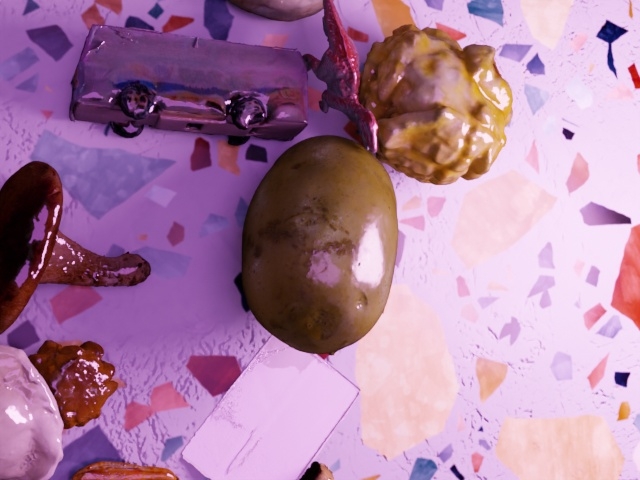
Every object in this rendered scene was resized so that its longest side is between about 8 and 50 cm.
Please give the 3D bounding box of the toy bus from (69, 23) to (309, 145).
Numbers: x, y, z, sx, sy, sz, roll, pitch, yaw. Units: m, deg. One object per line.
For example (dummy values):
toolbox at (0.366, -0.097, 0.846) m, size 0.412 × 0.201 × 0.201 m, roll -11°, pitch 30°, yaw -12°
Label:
toy bus at (-0.176, -0.209, 1.188) m, size 0.316 × 0.112 × 0.138 m, roll 4°, pitch 79°, yaw -21°

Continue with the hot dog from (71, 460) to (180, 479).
hot dog at (-0.255, 0.321, 1.143) m, size 0.144 × 0.038 × 0.062 m, roll 5°, pitch 80°, yaw -22°

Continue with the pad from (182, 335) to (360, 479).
pad at (-0.066, 0.255, 1.220) m, size 0.156 × 0.004 × 0.232 m, roll 38°, pitch 73°, yaw -1°

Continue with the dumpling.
dumpling at (-0.415, 0.246, 1.041) m, size 0.252 × 0.131 × 0.179 m, roll -39°, pitch 105°, yaw 5°

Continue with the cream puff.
cream puff at (-0.324, 0.181, 1.106) m, size 0.122 × 0.094 × 0.116 m, roll 23°, pitch 69°, yaw -43°

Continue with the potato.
potato at (0.003, 0.000, 1.176) m, size 0.215 × 0.216 × 0.304 m, roll 25°, pitch 66°, yaw -16°

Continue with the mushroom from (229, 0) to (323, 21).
mushroom at (-0.078, -0.436, 1.213) m, size 0.189 × 0.164 × 0.267 m, roll -37°, pitch 98°, yaw -20°

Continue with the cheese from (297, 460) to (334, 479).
cheese at (-0.043, 0.378, 1.199) m, size 0.036 × 0.086 × 0.162 m, roll 42°, pitch 87°, yaw -5°

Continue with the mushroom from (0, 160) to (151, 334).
mushroom at (-0.321, 0.035, 1.113) m, size 0.217 × 0.148 × 0.227 m, roll 25°, pitch 82°, yaw -32°

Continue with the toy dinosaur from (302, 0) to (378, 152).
toy dinosaur at (0.025, -0.253, 1.181) m, size 0.053 × 0.167 × 0.242 m, roll -16°, pitch 118°, yaw -21°

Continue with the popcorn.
popcorn at (0.162, -0.194, 1.261) m, size 0.255 × 0.195 × 0.256 m, roll -24°, pitch 70°, yaw -32°
